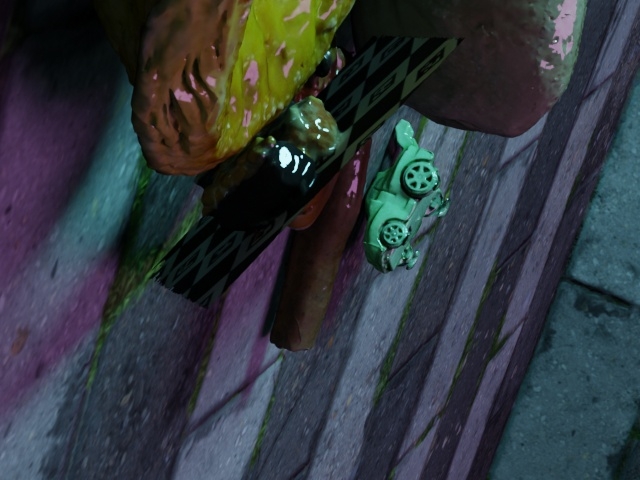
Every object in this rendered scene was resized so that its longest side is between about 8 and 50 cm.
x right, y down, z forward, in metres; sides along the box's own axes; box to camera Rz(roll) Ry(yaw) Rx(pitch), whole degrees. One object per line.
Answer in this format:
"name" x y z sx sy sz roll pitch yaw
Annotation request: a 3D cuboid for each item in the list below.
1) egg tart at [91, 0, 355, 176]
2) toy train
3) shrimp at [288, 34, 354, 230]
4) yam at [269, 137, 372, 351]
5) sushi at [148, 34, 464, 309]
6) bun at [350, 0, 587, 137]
"egg tart" -0.048 -0.203 1.114 0.341 0.132 0.341 -61 169 -19
"toy train" 0.085 -0.042 1.958 0.149 0.081 0.099 -58 165 -9
"shrimp" 0.002 -0.120 1.560 0.287 0.063 0.152 96 21 -56
"yam" 0.000 0.000 1.761 0.057 0.057 0.241 -40 149 -60
"sushi" -0.035 -0.071 1.301 0.264 0.050 0.290 -47 -169 -4
"bun" 0.129 -0.216 1.574 0.281 0.205 0.281 8 90 -83
